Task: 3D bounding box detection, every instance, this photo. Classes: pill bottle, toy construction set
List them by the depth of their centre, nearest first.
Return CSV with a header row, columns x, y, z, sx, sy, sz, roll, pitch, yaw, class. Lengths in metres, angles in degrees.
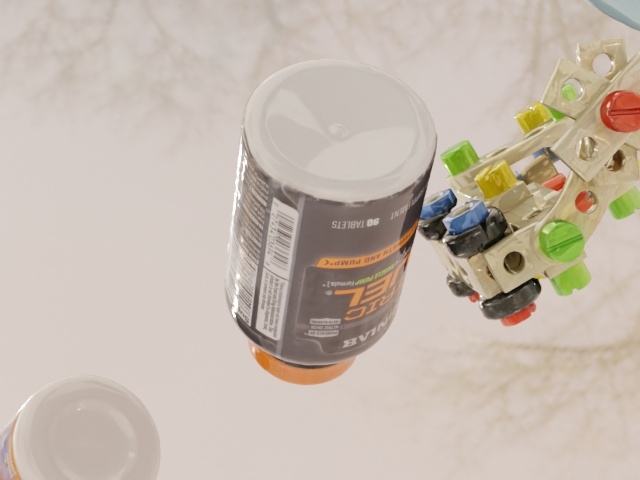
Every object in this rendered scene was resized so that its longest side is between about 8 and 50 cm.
x,y,z,sx,sy,sz,roll,pitch,yaw,class
0.000,0.000,1.156,0.130,0.245,0.130,4,-129,-5,pill bottle
0.182,-0.043,1.261,0.215,0.151,0.327,-31,176,-4,toy construction set
-0.223,0.200,1.361,0.121,0.121,0.216,-52,-175,-36,pill bottle

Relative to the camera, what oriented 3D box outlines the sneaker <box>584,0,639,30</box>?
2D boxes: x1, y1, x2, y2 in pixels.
x,y,z,sx,sy,sz,roll,pitch,yaw,class
0.041,-0.193,0.879,0.150,0.366,0.135,-56,-173,4,sneaker
